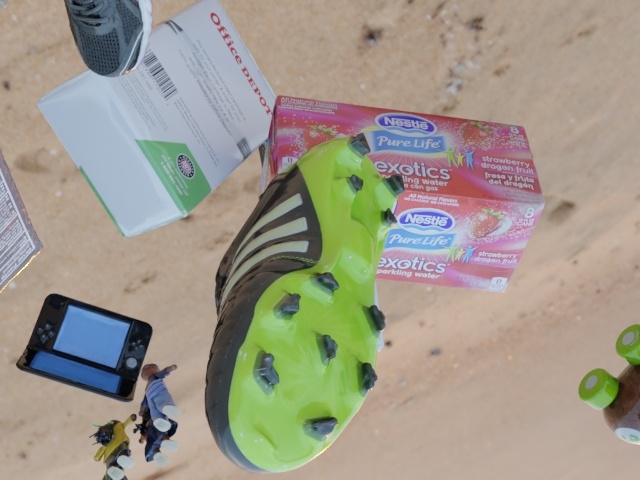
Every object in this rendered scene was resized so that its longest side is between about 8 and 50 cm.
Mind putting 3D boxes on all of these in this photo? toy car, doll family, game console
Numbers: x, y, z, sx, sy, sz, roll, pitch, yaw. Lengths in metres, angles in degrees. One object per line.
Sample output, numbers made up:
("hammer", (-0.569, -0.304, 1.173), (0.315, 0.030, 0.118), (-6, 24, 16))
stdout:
("toy car", (0.449, 0.220, 1.330), (0.155, 0.188, 0.149), (35, 98, -17))
("doll family", (-0.233, 0.240, 1.333), (0.193, 0.111, 0.076), (-43, 118, 5))
("game console", (-0.243, 0.111, 1.095), (0.122, 0.107, 0.071), (20, 155, -9))

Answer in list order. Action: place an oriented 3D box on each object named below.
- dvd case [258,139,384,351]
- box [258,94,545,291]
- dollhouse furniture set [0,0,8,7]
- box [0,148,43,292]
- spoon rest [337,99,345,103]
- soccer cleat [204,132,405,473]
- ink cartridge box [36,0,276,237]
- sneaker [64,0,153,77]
("dvd case", (0.000, 0.000, 1.266), (0.022, 0.180, 0.253), (-29, 128, -27))
("box", (0.072, -0.044, 1.024), (0.256, 0.123, 0.128), (6, 136, -9))
("dollhouse furniture set", (-0.378, -0.275, 1.282), (0.303, 0.355, 0.174), (-47, 134, -61))
("box", (-0.517, 0.002, 1.241), (0.296, 0.182, 0.294), (-50, 164, -23))
("spoon rest", (0.144, -0.128, 1.568), (0.276, 0.137, 0.084), (17, 125, -9))
("soccer cleat", (-0.013, 0.024, 0.400), (0.072, 0.179, 0.060), (-30, 113, 30))
("ink cartridge box", (-0.150, -0.129, 1.049), (0.092, 0.160, 0.219), (-19, -161, 35))
("sneaker", (-0.176, -0.202, 0.763), (0.077, 0.072, 0.178), (-57, 144, -57))
